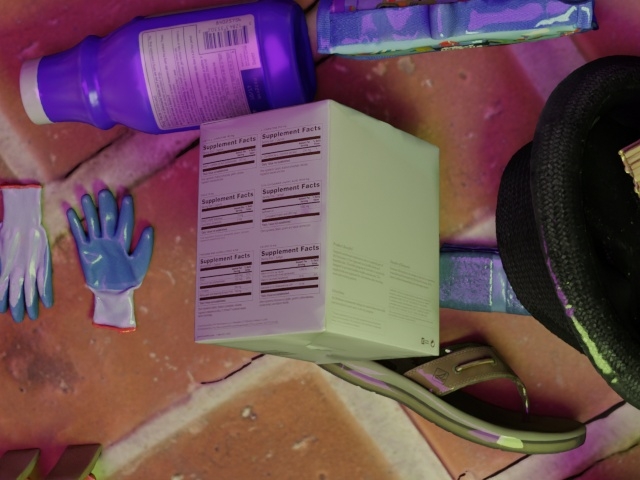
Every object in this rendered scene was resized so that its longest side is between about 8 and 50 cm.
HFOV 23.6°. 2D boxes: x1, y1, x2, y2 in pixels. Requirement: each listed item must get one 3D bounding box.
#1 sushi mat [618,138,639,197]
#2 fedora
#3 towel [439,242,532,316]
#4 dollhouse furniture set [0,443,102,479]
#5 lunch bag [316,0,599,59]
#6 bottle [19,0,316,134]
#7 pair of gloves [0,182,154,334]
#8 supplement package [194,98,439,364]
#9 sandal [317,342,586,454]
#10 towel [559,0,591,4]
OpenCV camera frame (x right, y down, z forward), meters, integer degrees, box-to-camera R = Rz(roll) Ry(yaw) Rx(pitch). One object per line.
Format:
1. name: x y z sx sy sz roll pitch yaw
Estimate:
1. sushi mat: 0.418 -0.077 1.357 0.316 0.019 0.151 -27 100 -16
2. fedora: 0.269 0.004 1.405 0.152 0.334 0.334 -13 108 53
3. towel: 0.173 0.040 1.523 0.119 0.029 0.067 4 107 9
4. dollhouse furniture set: -0.237 0.367 1.647 0.259 0.135 0.262 -5 106 12
5. lunch bag: 0.123 -0.216 1.312 0.220 0.293 0.138 -2 106 12
6. bottle: -0.150 -0.162 1.489 0.282 0.092 0.118 -7 106 13
7. pair of gloves: -0.271 0.018 1.606 0.198 0.023 0.159 5 108 9
8. supplement package: 0.000 0.000 1.403 0.149 0.194 0.203 -7 76 34
9. sandal: 0.127 0.133 1.520 0.302 0.120 0.086 24 96 3
10. towel: 0.197 -0.302 1.244 0.227 0.308 0.076 33 128 19
